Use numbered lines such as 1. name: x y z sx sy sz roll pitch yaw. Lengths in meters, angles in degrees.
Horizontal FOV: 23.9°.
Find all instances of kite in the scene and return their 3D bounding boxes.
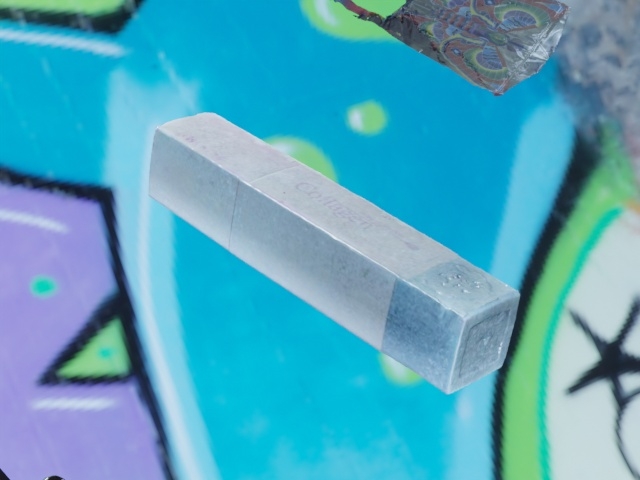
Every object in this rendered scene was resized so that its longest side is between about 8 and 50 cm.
1. kite: 0.069 -0.212 1.319 0.285 0.015 0.152 24 149 -6

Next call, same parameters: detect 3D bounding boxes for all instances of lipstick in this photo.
1. lipstick: 0.000 0.000 1.113 0.317 0.066 0.068 32 127 33

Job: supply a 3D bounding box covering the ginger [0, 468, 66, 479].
1. ginger: -0.412 0.506 2.081 0.211 0.413 0.358 -30 64 37
